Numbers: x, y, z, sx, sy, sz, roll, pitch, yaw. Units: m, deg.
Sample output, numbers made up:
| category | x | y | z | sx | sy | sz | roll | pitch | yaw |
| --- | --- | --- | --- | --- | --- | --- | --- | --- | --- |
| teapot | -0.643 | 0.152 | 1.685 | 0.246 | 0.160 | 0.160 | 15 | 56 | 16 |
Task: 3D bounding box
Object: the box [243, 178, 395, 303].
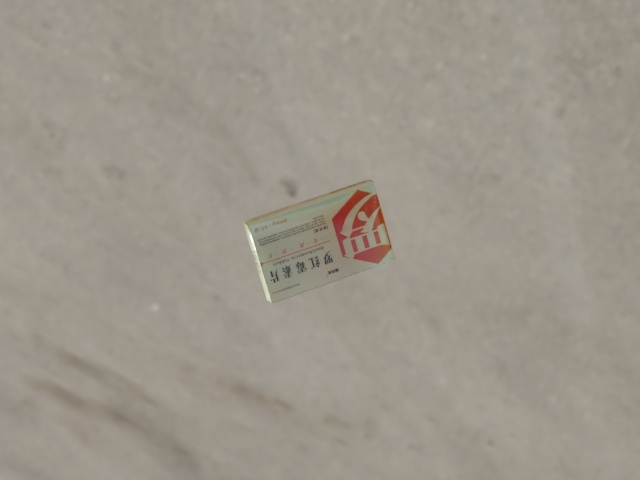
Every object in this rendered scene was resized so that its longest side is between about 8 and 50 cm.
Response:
| category | x | y | z | sx | sy | sz | roll | pitch | yaw |
| --- | --- | --- | --- | --- | --- | --- | --- | --- | --- |
| box | 0.000 | 0.000 | 1.214 | 0.015 | 0.093 | 0.058 | -152 | 44 | -74 |
